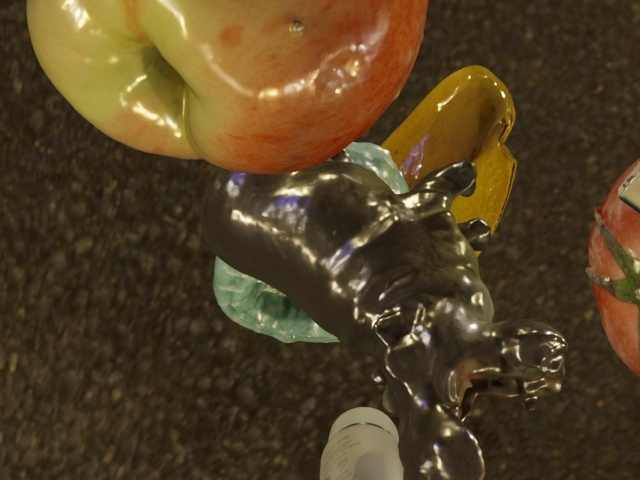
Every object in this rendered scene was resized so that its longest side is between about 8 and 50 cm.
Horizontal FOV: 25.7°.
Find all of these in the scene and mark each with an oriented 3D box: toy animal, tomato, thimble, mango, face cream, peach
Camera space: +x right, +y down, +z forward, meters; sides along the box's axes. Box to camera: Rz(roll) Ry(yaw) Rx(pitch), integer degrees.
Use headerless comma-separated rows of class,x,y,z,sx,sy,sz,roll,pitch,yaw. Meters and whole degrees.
toy animal,0.050,0.025,0.927,0.168,0.106,0.343,-30,48,-14
tomato,0.391,0.025,1.336,0.265,0.265,0.264,5,69,-14
thimble,0.000,0.000,1.392,0.198,0.235,0.143,16,61,-21
mango,0.132,-0.070,1.568,0.167,0.130,0.262,38,97,41
face cream,0.039,0.266,1.458,0.089,0.314,0.143,38,105,-6
peach,-0.041,-0.148,0.771,0.233,0.232,0.232,5,69,-14

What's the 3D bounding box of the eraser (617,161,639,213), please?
eraser,0.298,-0.062,1.006,0.104,0.150,0.023,35,23,-1
